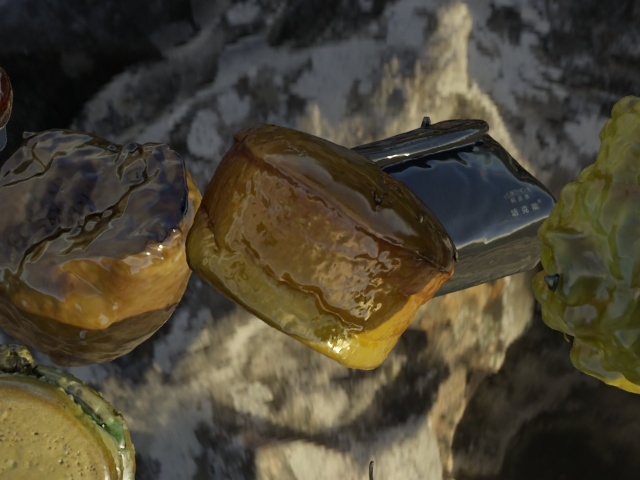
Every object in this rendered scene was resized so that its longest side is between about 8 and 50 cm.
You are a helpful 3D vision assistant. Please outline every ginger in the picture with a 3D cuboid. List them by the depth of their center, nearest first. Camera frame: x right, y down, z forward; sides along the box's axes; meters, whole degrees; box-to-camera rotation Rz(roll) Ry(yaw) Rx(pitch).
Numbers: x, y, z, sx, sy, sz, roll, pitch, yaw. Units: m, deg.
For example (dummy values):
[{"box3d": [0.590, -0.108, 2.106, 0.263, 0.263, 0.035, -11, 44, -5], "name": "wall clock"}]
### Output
[{"box3d": [-0.226, 0.022, 1.569, 0.269, 0.223, 0.200, 13, 57, 26], "name": "ginger"}]

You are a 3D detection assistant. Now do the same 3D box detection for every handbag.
[{"box3d": [0.113, -0.065, 1.932, 0.301, 0.178, 0.275, -16, 55, -28], "name": "handbag"}]

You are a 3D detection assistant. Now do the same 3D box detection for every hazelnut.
[{"box3d": [-0.354, -0.146, 1.602, 0.086, 0.086, 0.086, -1, 70, 2], "name": "hazelnut"}]

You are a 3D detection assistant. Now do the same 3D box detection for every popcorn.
[{"box3d": [0.248, 0.005, 1.023, 0.189, 0.169, 0.218, 32, 112, 9], "name": "popcorn"}]

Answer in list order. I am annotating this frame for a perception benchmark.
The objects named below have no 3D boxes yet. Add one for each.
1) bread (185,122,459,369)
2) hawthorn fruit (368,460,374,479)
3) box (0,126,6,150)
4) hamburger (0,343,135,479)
[{"box3d": [0.000, 0.000, 1.159, 0.195, 0.270, 0.143, 33, 92, -3], "name": "bread"}, {"box3d": [0.082, 0.312, 1.397, 0.203, 0.162, 0.162, 43, 77, 1], "name": "hawthorn fruit"}, {"box3d": [-0.394, -0.154, 1.692, 0.091, 0.031, 0.126, -6, 88, -33], "name": "box"}, {"box3d": [-0.256, 0.194, 1.357, 0.189, 0.122, 0.215, 12, 110, 11], "name": "hamburger"}]
